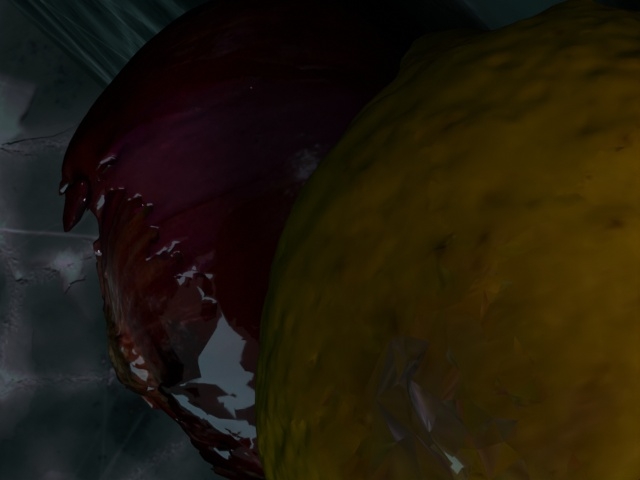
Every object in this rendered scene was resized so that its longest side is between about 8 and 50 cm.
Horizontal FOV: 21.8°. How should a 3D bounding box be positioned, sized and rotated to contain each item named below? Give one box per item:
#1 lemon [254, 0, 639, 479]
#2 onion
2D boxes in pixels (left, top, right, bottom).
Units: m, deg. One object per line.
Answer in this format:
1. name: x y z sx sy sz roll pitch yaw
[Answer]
1. lemon: 0.101 0.058 0.555 0.310 0.253 0.253 59 180 22
2. onion: 0.000 0.000 0.867 0.276 0.276 0.276 43 174 6
